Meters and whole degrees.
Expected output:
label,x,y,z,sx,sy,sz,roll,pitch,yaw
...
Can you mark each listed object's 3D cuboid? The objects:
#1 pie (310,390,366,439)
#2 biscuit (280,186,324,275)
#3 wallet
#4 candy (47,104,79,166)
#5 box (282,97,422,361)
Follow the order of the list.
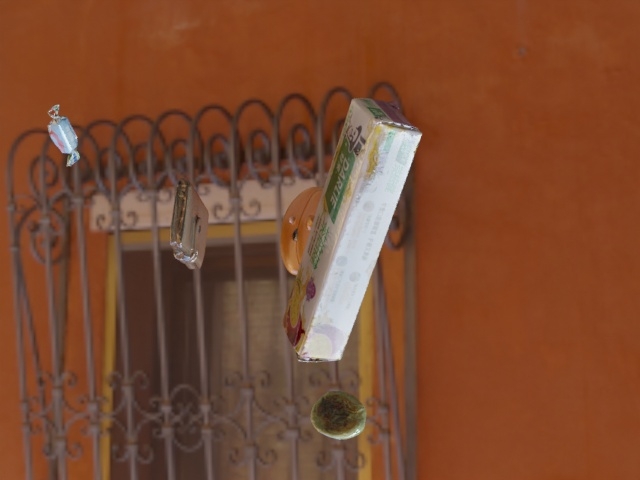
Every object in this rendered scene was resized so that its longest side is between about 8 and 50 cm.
label,x,y,z,sx,sy,sz,roll,pitch,yaw
pie,0.028,0.255,1.399,0.085,0.085,0.017,-2,135,5
biscuit,-0.003,-0.001,1.396,0.050,0.170,0.170,16,165,-42
wallet,-0.203,-0.021,1.504,0.039,0.118,0.152,4,165,4
candy,-0.317,-0.127,1.182,0.020,0.030,0.083,10,137,24
box,0.019,-0.005,0.730,0.041,0.207,0.050,7,-153,-23
